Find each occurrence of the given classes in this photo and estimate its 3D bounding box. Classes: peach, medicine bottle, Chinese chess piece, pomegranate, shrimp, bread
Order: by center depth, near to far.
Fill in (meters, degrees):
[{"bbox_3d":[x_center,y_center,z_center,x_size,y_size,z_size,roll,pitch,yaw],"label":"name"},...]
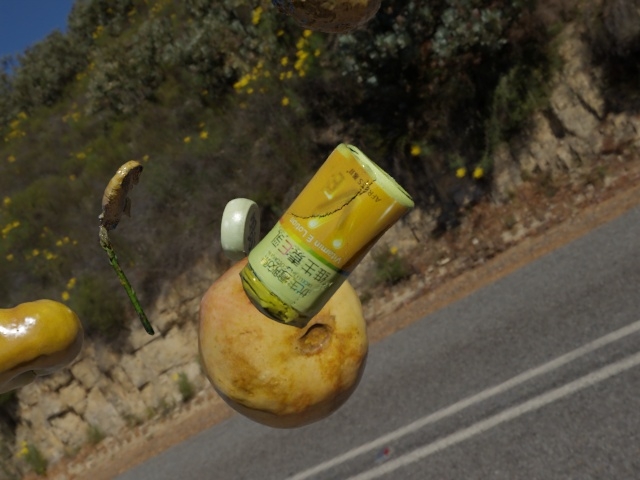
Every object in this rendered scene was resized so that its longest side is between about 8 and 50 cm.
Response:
[{"bbox_3d":[0.000,0.000,0.942,0.239,0.124,0.124,-50,4,8],"label":"medicine bottle"},{"bbox_3d":[-0.075,0.176,1.395,0.338,0.338,0.338,-30,6,4],"label":"pomegranate"},{"bbox_3d":[0.008,-0.480,1.427,0.230,0.230,0.123,-37,-30,-47],"label":"bread"},{"bbox_3d":[-0.596,0.211,1.478,0.251,0.153,0.251,-18,-9,-3],"label":"peach"},{"bbox_3d":[-0.178,-0.023,1.682,0.058,0.144,0.144,5,15,10],"label":"Chinese chess piece"},{"bbox_3d":[-0.481,-0.085,1.806,0.117,0.066,0.262,-36,-15,-41],"label":"shrimp"}]

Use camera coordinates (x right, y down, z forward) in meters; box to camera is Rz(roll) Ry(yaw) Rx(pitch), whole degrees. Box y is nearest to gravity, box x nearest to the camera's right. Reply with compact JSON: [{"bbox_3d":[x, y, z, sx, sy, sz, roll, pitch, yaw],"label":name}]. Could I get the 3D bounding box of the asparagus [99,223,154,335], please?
[{"bbox_3d":[-0.355,0.076,1.355,0.022,0.233,0.023,-8,25,24],"label":"asparagus"}]
